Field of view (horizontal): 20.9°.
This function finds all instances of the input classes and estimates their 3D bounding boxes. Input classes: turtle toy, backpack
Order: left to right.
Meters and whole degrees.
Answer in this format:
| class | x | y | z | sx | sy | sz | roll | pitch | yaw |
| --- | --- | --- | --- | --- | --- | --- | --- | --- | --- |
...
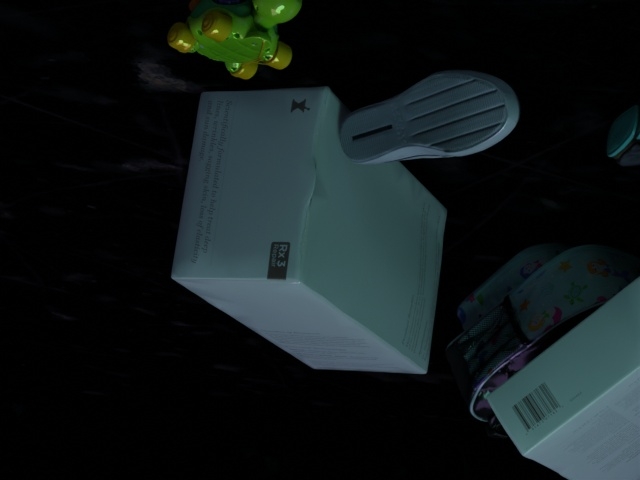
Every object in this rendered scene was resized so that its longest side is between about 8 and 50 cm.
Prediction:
| class | x | y | z | sx | sy | sz | roll | pitch | yaw |
| --- | --- | --- | --- | --- | --- | --- | --- | --- | --- |
| turtle toy | -0.067 | -0.194 | 1.530 | 0.095 | 0.066 | 0.130 | 22 | 158 | -38 |
| backpack | 0.306 | 0.113 | 2.124 | 0.225 | 0.191 | 0.253 | 21 | 130 | -37 |

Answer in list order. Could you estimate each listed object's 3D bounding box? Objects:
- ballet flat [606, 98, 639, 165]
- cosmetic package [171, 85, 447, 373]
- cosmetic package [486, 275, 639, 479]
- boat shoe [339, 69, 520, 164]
| class | x | y | z | sx | sy | sz | roll | pitch | yaw |
| --- | --- | --- | --- | --- | --- | --- | --- | --- | --- |
| ballet flat | 0.321 | -0.111 | 1.617 | 0.074 | 0.074 | 0.203 | 9 | 170 | -1 |
| cosmetic package | 0.000 | 0.000 | 1.897 | 0.156 | 0.217 | 0.385 | 0 | 160 | 25 |
| cosmetic package | 0.410 | 0.132 | 1.979 | 0.377 | 0.097 | 0.284 | -39 | 144 | 12 |
| boat shoe | 0.118 | -0.123 | 1.695 | 0.076 | 0.083 | 0.226 | -10 | -176 | -43 |
